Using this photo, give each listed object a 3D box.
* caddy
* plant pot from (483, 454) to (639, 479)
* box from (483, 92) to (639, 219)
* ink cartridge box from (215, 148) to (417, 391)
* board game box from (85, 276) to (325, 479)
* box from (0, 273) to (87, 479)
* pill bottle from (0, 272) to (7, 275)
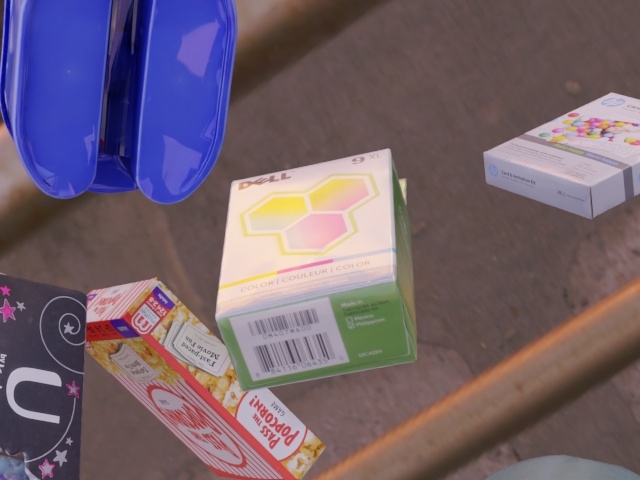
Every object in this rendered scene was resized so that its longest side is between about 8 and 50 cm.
[{"bbox_3d":[-0.216,-0.198,1.549,0.179,0.241,0.341,-117,33,-64],"label":"caddy"},{"bbox_3d":[0.189,0.343,1.175,0.341,0.334,0.341,2,99,14],"label":"plant pot"},{"bbox_3d":[0.278,-0.087,1.432,0.186,0.038,0.145,-24,29,-30],"label":"box"},{"bbox_3d":[0.000,0.000,0.920,0.109,0.062,0.209,-11,32,9],"label":"ink cartridge box"},{"bbox_3d":[-0.103,0.115,1.160,0.045,0.193,0.146,-51,17,-23],"label":"board game box"},{"bbox_3d":[-0.249,0.156,0.938,0.163,0.142,0.247,-24,61,45],"label":"box"},{"bbox_3d":[-0.447,0.104,1.276,0.210,0.363,0.210,-15,69,45],"label":"pill bottle"}]
